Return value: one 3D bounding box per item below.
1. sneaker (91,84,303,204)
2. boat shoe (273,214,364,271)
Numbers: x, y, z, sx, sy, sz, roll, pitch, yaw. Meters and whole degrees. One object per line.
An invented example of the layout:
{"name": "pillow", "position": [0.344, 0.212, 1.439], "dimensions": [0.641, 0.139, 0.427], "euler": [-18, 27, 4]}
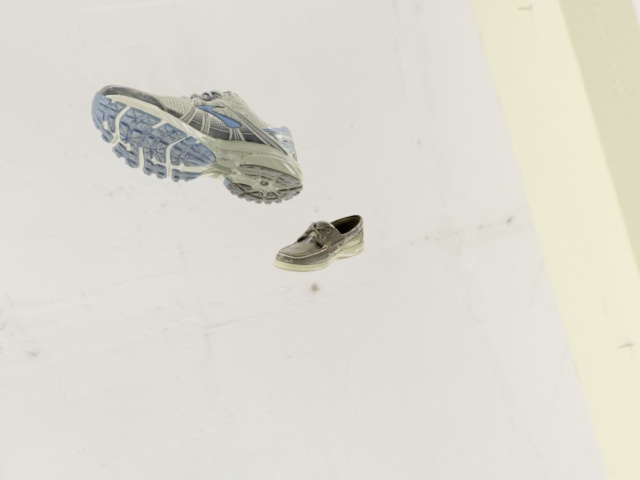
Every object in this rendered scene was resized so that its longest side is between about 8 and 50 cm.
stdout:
{"name": "sneaker", "position": [-0.073, -0.067, 0.417], "dimensions": [0.135, 0.052, 0.058], "euler": [20, -126, -29]}
{"name": "boat shoe", "position": [0.000, 0.000, 0.787], "dimensions": [0.152, 0.056, 0.049], "euler": [-20, -60, -54]}
